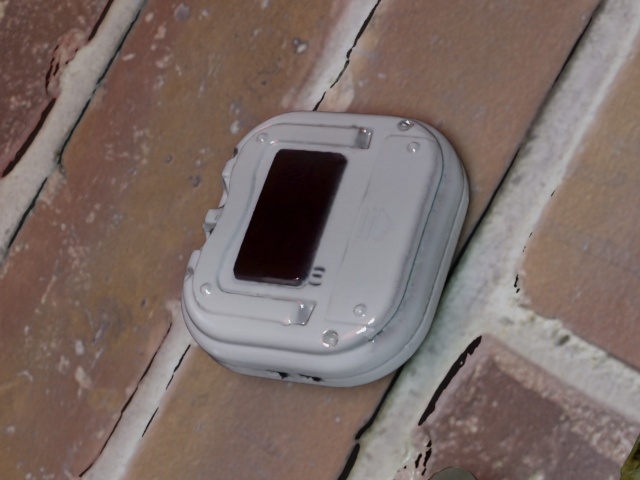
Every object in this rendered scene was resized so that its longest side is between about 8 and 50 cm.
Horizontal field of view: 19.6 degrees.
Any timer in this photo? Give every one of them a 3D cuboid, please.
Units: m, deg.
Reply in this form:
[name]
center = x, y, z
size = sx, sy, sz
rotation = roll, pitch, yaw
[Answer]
[timer]
center = 0.000, 0.000, 1.649
size = 0.237, 0.087, 0.262
rotation = 6, 63, 26

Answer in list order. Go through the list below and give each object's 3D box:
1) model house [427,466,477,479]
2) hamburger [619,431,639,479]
[model house]
center = 0.080, 0.342, 1.512
size = 0.199, 0.219, 0.229
rotation = 51, 147, 18
[hamburger]
center = 0.349, 0.242, 1.385
size = 0.309, 0.132, 0.211
rotation = 38, 69, 23
